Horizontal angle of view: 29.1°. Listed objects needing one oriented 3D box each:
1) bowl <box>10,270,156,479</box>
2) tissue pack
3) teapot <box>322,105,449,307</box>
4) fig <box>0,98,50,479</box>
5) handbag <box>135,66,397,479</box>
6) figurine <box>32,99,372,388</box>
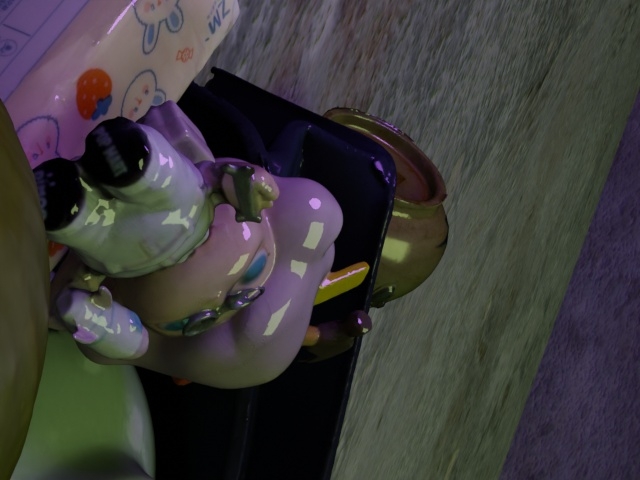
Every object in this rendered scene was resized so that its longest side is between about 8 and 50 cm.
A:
[{"bbox_3d":[-0.200,0.168,0.645,0.354,0.185,0.353,-47,148,-42],"label":"bowl"},{"bbox_3d":[-0.149,-0.089,0.593,0.196,0.148,0.092,-58,159,-26],"label":"tissue pack"},{"bbox_3d":[0.000,0.000,1.005,0.182,0.173,0.269,-54,170,30],"label":"teapot"},{"bbox_3d":[-0.242,0.036,0.348,0.316,0.316,0.316,-48,149,-42],"label":"fig"},{"bbox_3d":[-0.072,0.057,0.802,0.118,0.269,0.325,2,110,-32],"label":"handbag"},{"bbox_3d":[-0.060,0.007,0.555,0.137,0.112,0.229,-39,155,2],"label":"figurine"}]
